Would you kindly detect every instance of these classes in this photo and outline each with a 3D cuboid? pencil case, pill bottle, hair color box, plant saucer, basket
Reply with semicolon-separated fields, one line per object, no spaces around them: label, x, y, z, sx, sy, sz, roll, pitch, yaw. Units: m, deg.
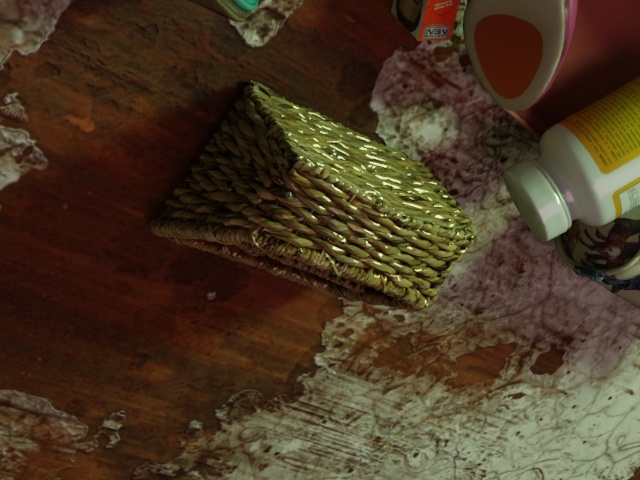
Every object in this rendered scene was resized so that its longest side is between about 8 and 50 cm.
pencil case;0.495;0.044;1.711;0.410;0.183;0.160;29;109;-41
pill bottle;0.352;-0.102;1.480;0.246;0.136;0.136;-30;134;-2
hair color box;0.122;-0.293;1.311;0.043;0.072;0.141;-6;128;-24
plant saucer;0.345;-0.231;1.498;0.258;0.047;0.259;-46;132;13
basket;0.000;0.000;1.390;0.299;0.213;0.223;22;113;-38

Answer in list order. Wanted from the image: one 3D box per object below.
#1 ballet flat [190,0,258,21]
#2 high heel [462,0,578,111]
ballet flat;-0.184;-0.321;1.114;0.124;0.116;0.342;-20;136;16
high heel;0.253;-0.321;1.321;0.181;0.127;0.377;-48;154;-36
